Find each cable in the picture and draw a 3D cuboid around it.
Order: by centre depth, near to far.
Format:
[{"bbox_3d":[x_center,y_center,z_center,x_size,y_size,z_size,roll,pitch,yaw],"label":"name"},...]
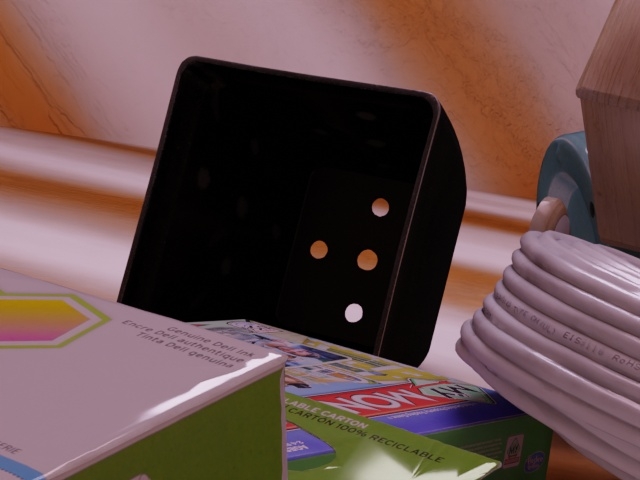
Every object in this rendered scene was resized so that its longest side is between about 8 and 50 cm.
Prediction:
[{"bbox_3d":[0.194,0.074,0.743,0.257,0.089,0.257,23,6,-7],"label":"cable"}]

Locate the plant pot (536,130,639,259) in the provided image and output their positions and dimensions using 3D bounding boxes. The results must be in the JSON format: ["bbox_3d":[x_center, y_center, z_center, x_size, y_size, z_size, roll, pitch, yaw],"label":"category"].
[{"bbox_3d":[0.299,-0.002,1.127,0.255,0.272,0.271,-6,9,-8],"label":"plant pot"}]

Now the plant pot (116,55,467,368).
[{"bbox_3d":[0.000,0.000,1.052,0.188,0.187,0.167,12,-6,25],"label":"plant pot"}]

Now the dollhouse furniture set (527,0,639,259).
[{"bbox_3d":[0.330,-0.029,0.887,0.355,0.303,0.174,16,-27,24],"label":"dollhouse furniture set"}]

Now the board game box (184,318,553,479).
[{"bbox_3d":[-0.059,0.087,0.742,0.213,0.046,0.317,13,7,36],"label":"board game box"}]

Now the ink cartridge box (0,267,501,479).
[{"bbox_3d":[-0.083,0.055,0.495,0.188,0.097,0.255,14,24,33],"label":"ink cartridge box"}]
